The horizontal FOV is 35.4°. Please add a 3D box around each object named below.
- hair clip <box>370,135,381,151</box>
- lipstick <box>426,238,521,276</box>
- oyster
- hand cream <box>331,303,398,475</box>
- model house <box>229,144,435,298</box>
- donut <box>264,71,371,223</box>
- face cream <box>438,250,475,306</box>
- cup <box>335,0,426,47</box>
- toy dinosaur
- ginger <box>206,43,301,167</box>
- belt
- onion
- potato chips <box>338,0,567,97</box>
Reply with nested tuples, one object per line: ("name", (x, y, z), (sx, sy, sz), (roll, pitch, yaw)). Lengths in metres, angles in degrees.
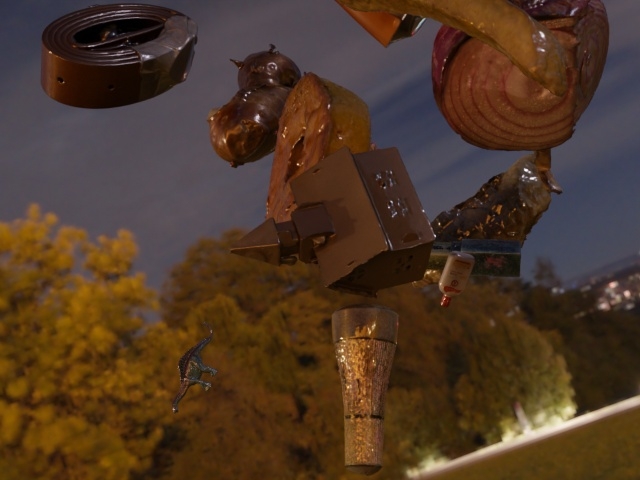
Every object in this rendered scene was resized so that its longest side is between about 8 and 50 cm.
("hair clip", (0.131, -0.205, 2.452), (0.062, 0.214, 0.056), (-12, 21, 50))
("lipstick", (0.187, 0.027, 1.730), (0.312, 0.051, 0.051), (2, 31, 10))
("oyster", (0.302, -0.022, 1.904), (0.341, 0.166, 0.110), (-29, -13, 15))
("hand cream", (0.055, 0.181, 1.212), (0.084, 0.203, 0.084), (0, -19, 0))
("model house", (0.000, 0.000, 1.333), (0.248, 0.181, 0.176), (-10, -35, -12))
("donut", (-0.003, -0.115, 1.539), (0.108, 0.277, 0.277), (11, -18, -15))
("face cream", (0.193, 0.057, 1.443), (0.040, 0.083, 0.021), (14, 20, -10))
("cup", (0.071, -0.448, 1.652), (0.182, 0.264, 0.226), (-56, 1, 24))
("toy dinosaur", (-0.257, 0.267, 2.067), (0.080, 0.197, 0.045), (21, -16, -6))
("ginger", (-0.138, -0.300, 2.224), (0.176, 0.254, 0.418), (-49, -5, 36))
("belt", (-0.408, -0.385, 2.050), (0.338, 0.217, 0.122), (-22, -36, -36))
("onion", (0.295, -0.271, 1.481), (0.230, 0.256, 0.272), (-71, 0, -50))
("potato chips", (0.139, -0.265, 1.149), (0.057, 0.407, 0.080), (19, -79, -41))
